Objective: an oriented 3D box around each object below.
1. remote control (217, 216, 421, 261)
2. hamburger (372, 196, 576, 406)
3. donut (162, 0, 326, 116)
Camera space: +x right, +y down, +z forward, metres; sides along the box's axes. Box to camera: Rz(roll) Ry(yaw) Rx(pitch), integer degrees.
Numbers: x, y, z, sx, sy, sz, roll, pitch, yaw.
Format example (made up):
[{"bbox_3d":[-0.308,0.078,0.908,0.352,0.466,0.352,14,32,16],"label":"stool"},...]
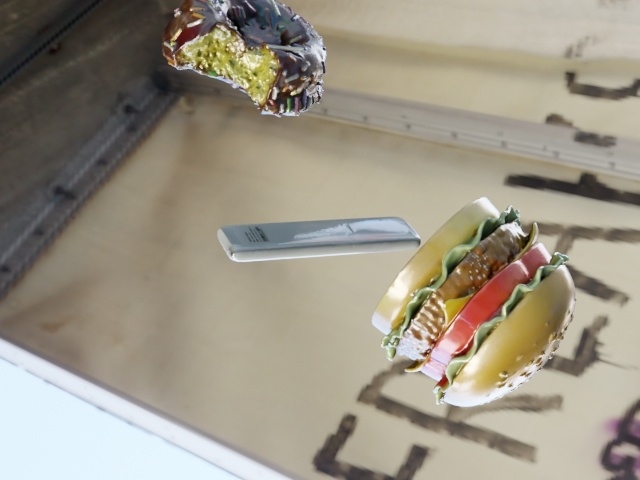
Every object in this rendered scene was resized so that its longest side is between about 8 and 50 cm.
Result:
[{"bbox_3d":[0.000,0.000,1.374,0.261,0.067,0.029,-4,-58,-24],"label":"remote control"},{"bbox_3d":[0.224,0.099,1.491,0.274,0.212,0.274,-42,-17,-16],"label":"hamburger"},{"bbox_3d":[-0.089,-0.265,1.474,0.216,0.230,0.096,-38,-23,-55],"label":"donut"}]
